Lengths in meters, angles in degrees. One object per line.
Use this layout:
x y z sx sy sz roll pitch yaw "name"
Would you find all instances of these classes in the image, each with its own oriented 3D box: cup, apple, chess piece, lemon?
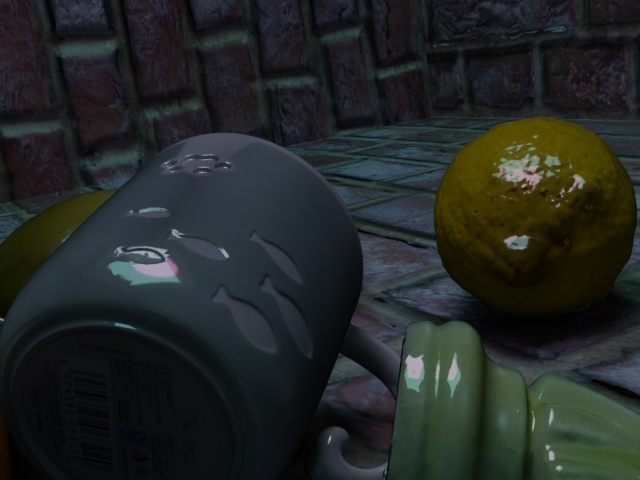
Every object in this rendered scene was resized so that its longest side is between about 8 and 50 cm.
-0.069 0.101 0.704 0.357 0.259 0.274 31 29 -2 "cup"
-0.264 0.060 0.989 0.295 0.233 0.258 -1 14 27 "apple"
0.193 0.153 0.566 0.298 0.175 0.176 8 16 8 "chess piece"
0.262 -0.028 1.021 0.245 0.245 0.320 -4 21 18 "lemon"

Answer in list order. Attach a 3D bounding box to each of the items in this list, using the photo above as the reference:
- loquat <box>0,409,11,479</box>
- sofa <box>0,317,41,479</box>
-0.340 0.155 0.456 0.328 0.328 0.328 -8 13 2 "loquat"
-0.371 0.170 0.706 0.258 0.182 0.200 -9 14 -2 "sofa"
